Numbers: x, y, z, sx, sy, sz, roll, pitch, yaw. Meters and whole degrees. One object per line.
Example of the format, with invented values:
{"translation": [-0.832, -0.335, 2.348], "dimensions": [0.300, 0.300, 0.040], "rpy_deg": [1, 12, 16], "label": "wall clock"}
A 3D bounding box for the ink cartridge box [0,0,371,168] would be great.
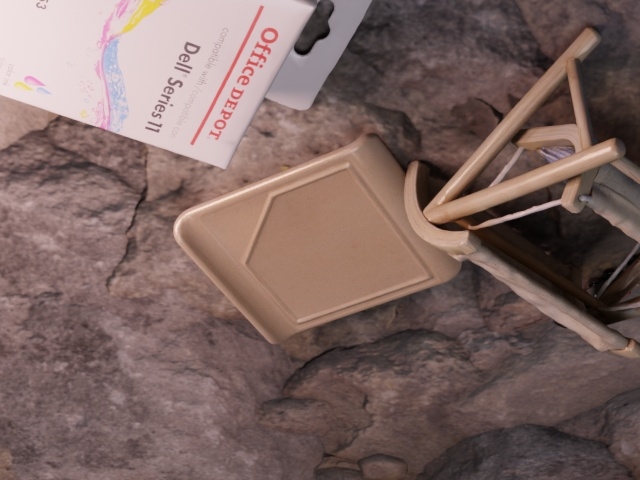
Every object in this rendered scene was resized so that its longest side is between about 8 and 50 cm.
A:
{"translation": [-0.135, -0.193, 1.094], "dimensions": [0.353, 0.119, 0.207], "rpy_deg": [17, 134, -17], "label": "ink cartridge box"}

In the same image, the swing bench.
{"translation": [0.255, -0.019, 1.244], "dimensions": [0.253, 0.165, 0.254], "rpy_deg": [30, 130, -28], "label": "swing bench"}

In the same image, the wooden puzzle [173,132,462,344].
{"translation": [0.000, 0.000, 1.363], "dimensions": [0.238, 0.044, 0.221], "rpy_deg": [-24, 132, 18], "label": "wooden puzzle"}

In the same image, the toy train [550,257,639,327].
{"translation": [0.320, 0.054, 1.421], "dimensions": [0.036, 0.027, 0.158], "rpy_deg": [30, 130, -32], "label": "toy train"}
